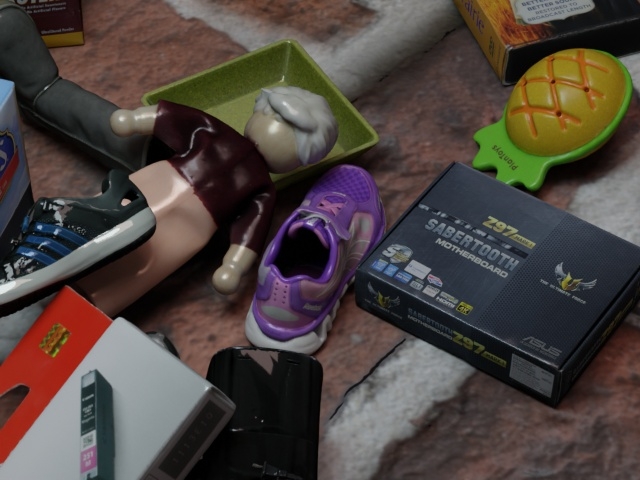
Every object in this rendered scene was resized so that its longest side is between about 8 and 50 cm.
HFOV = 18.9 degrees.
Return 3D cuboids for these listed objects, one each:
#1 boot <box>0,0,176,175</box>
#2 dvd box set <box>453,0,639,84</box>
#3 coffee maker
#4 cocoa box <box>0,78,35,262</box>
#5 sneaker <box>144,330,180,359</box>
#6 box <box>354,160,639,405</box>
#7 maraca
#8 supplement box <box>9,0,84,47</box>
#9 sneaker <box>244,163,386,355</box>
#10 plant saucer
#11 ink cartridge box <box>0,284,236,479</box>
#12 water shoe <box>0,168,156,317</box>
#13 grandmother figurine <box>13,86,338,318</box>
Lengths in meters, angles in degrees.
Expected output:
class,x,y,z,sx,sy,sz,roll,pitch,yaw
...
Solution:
class,x,y,z,sx,sy,sz,roll,pitch,yaw
boot,-0.245,-0.139,1.952,0.076,0.190,0.208,-46,56,-12
dvd box set,0.268,-0.371,2.231,0.307,0.062,0.420,-14,51,-13
coffee maker,-0.044,0.181,1.658,0.120,0.171,0.178,22,45,-23
cocoa box,-0.436,0.018,1.767,0.231,0.228,0.347,14,49,12
sneaker,-0.177,0.153,1.745,0.067,0.078,0.188,17,49,15
box,0.177,0.036,1.865,0.232,0.059,0.183,28,52,23
maraca,0.240,-0.125,1.994,0.185,0.099,0.127,-42,47,-2
supplement box,-0.336,-0.344,2.124,0.129,0.194,0.191,-5,47,-5
sneaker,0.000,0.000,1.869,0.095,0.104,0.236,15,48,15
plant saucer,-0.064,-0.113,2.012,0.188,0.045,0.188,-24,52,-20
ink cartridge box,-0.239,0.183,1.633,0.239,0.060,0.275,33,82,35
water shoe,-0.250,0.004,1.753,0.203,0.073,0.080,-27,84,-24
grandmother figurine,-0.129,-0.046,1.868,0.342,0.104,0.208,-33,96,-18
